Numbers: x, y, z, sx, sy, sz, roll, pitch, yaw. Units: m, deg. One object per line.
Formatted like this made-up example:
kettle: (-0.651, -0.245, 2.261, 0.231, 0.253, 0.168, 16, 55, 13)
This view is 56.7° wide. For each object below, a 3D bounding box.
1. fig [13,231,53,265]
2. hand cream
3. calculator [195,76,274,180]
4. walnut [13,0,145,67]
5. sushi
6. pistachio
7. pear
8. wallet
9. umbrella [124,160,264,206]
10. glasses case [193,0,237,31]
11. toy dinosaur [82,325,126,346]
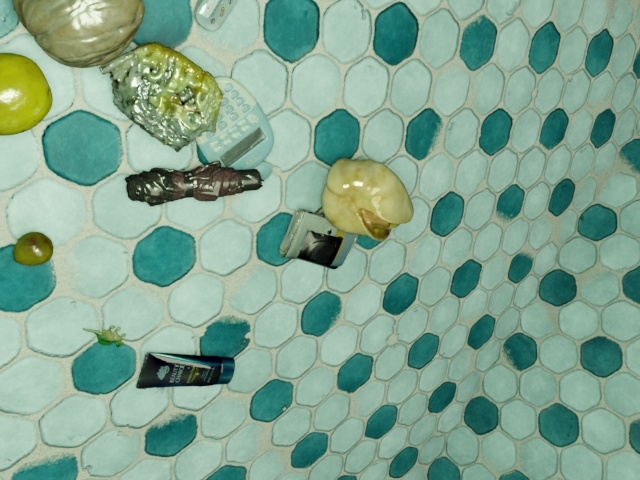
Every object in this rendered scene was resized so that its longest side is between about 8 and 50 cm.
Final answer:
fig: (-0.628, 0.022, 1.289, 0.088, 0.074, 0.074, -23, 130, 6)
hand cream: (-0.378, 0.368, 1.680, 0.270, 0.061, 0.120, 9, 112, -32)
calculator: (-0.215, -0.263, 1.480, 0.188, 0.042, 0.303, -40, 131, -16)
walnut: (-0.441, -0.432, 1.102, 0.224, 0.224, 0.224, -18, 122, -30)
sushi: (-0.341, -0.315, 1.278, 0.274, 0.139, 0.184, 33, 87, -30)
pistachio: (0.136, -0.118, 1.703, 0.229, 0.238, 0.321, -32, 144, 29)
pear: (-0.589, -0.272, 1.112, 0.162, 0.149, 0.149, -35, 130, -9)
wallet: (0.000, 0.000, 1.767, 0.231, 0.069, 0.170, 17, 106, -41)
umbrella: (-0.296, -0.138, 1.421, 0.326, 0.090, 0.094, -8, 143, -20)
glasses case: (-0.218, -0.553, 1.323, 0.067, 0.045, 0.179, 29, 93, -44)
toy dinosaur: (-0.545, 0.244, 1.500, 0.119, 0.029, 0.060, 17, 118, -40)
